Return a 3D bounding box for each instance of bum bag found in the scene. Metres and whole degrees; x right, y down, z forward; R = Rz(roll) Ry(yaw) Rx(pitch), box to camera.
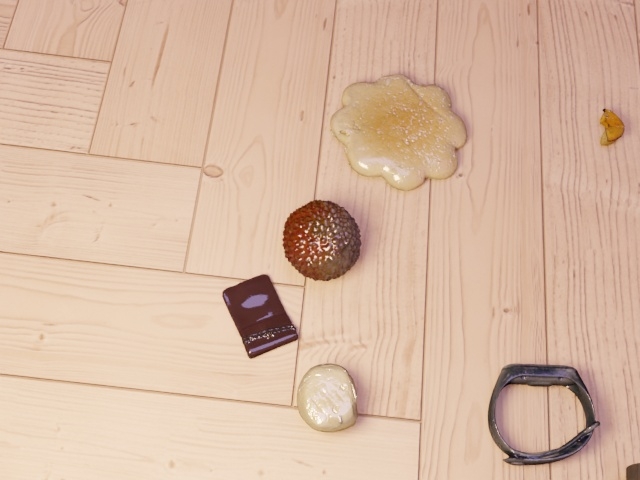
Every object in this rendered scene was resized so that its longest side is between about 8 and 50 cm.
[{"bbox_3d":[-0.122,0.147,1.656,0.109,0.026,0.159,-22,68,-14],"label":"bum bag"}]

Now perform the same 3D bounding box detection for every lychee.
[{"bbox_3d":[0.000,0.000,1.675,0.165,0.197,0.165,-1,91,-28],"label":"lychee"}]

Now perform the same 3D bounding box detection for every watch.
[{"bbox_3d":[0.425,0.333,1.590,0.206,0.068,0.193,3,67,1],"label":"watch"}]

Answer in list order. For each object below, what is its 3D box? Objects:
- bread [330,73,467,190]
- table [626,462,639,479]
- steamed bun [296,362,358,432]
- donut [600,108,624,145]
[{"bbox_3d":[0.178,-0.250,1.859,0.316,0.054,0.316,2,62,-5],"label":"bread"},{"bbox_3d":[0.626,0.441,1.514,0.133,0.133,0.043,10,63,0],"label":"table"},{"bbox_3d":[0.011,0.299,1.557,0.112,0.091,0.130,-11,64,-7],"label":"steamed bun"},{"bbox_3d":[0.657,-0.257,1.909,0.067,0.038,0.083,-26,64,-13],"label":"donut"}]
